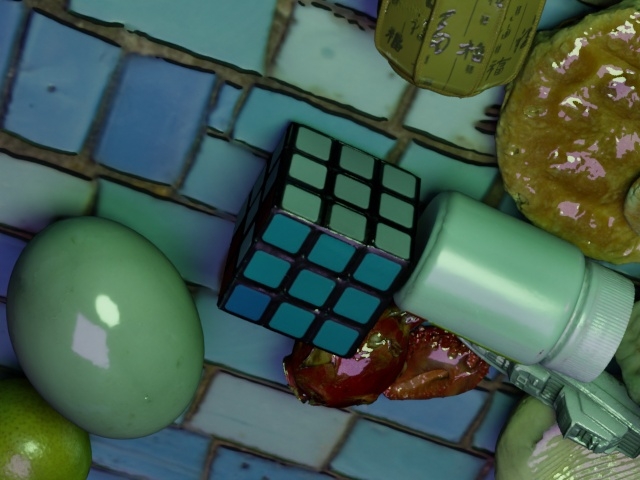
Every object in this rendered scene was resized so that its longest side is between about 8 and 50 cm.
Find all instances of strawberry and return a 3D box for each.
[{"bbox_3d":[0.134,0.150,1.697,0.152,0.048,0.104,-35,113,23],"label":"strawberry"}]

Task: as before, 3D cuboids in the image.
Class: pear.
[{"bbox_3d":[-0.381,0.235,1.749,0.180,0.166,0.216,-33,96,40],"label":"pear"}]

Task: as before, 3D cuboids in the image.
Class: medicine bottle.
[{"bbox_3d":[0.200,0.050,1.503,0.225,0.139,0.139,24,125,-5],"label":"medicine bottle"}]

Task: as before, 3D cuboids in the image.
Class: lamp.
[{"bbox_3d":[0.135,-0.238,1.344,0.161,0.161,0.185,11,129,-3],"label":"lamp"}]

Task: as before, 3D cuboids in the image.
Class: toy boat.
[{"bbox_3d":[0.248,0.152,1.585,0.260,0.085,0.078,34,148,14],"label":"toy boat"}]

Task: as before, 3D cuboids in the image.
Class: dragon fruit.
[{"bbox_3d":[0.064,0.105,1.641,0.246,0.125,0.125,-32,103,7],"label":"dragon fruit"}]

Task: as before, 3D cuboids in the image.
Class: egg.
[{"bbox_3d":[-0.237,0.100,1.595,0.202,0.203,0.283,-10,128,12],"label":"egg"}]

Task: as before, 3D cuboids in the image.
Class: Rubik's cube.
[{"bbox_3d":[0.000,0.000,1.528,0.160,0.163,0.162,23,129,-11],"label":"Rubik's cube"}]

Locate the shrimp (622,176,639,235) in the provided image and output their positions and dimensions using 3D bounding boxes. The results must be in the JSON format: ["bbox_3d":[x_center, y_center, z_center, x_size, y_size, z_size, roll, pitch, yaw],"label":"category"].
[{"bbox_3d":[0.411,-0.052,1.429,0.152,0.046,0.219,33,128,-27],"label":"shrimp"}]

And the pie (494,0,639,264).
[{"bbox_3d":[0.339,-0.114,1.465,0.339,0.083,0.340,2,129,3],"label":"pie"}]

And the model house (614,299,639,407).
[{"bbox_3d":[0.498,0.141,1.535,0.284,0.243,0.298,-37,130,17],"label":"model house"}]

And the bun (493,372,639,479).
[{"bbox_3d":[0.299,0.238,1.707,0.222,0.127,0.222,-6,121,-11],"label":"bun"}]
